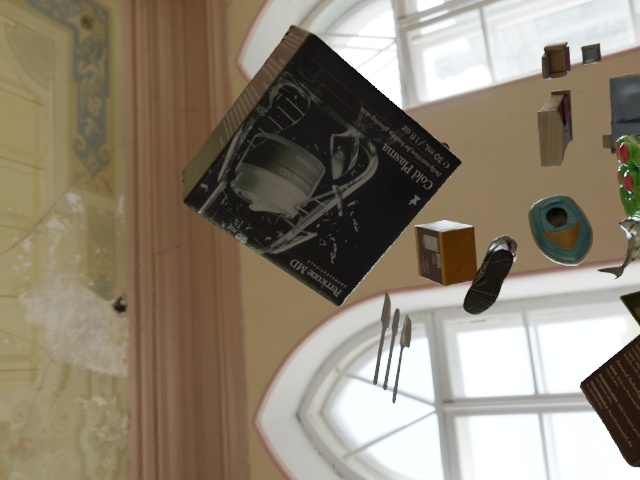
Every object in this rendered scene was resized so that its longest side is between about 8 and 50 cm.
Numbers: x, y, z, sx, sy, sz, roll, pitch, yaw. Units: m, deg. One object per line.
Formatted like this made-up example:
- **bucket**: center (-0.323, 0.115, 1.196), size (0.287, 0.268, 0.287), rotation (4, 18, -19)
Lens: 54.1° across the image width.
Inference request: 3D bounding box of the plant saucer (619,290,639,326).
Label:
- **plant saucer**: center (0.894, 0.197, 1.592), size (0.188, 0.188, 0.045), rotation (-101, -6, -51)

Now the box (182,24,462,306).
- **box**: center (-0.010, -0.184, 1.550), size (0.480, 0.472, 0.297), rotation (35, -167, -22)

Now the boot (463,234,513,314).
- **boot**: center (0.521, 0.102, 1.920), size (0.236, 0.085, 0.178), rotation (-66, -8, 25)

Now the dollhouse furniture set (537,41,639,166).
- **dollhouse furniture set**: center (0.681, -0.321, 1.462), size (0.198, 0.303, 0.286), rotation (-45, -51, -52)

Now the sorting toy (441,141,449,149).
- **sorting toy**: center (0.445, -0.335, 2.374), size (0.061, 0.102, 0.042), rotation (22, -114, -10)

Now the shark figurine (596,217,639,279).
- **shark figurine**: center (1.034, -0.002, 2.115), size (0.116, 0.166, 0.278), rotation (53, 159, 44)

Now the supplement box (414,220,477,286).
- **supplement box**: center (0.439, 0.041, 2.201), size (0.194, 0.129, 0.191), rotation (-156, 58, -69)

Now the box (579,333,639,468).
- **box**: center (0.591, 0.260, 1.043), size (0.168, 0.203, 0.167), rotation (18, -146, -29)

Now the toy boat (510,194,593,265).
- **toy boat**: center (0.767, -0.014, 2.158), size (0.148, 0.318, 0.267), rotation (46, -159, -60)

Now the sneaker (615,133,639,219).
- **sneaker**: center (0.677, -0.141, 1.136), size (0.483, 0.202, 0.185), rotation (20, -113, -82)

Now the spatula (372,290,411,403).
- **spatula**: center (0.181, 0.270, 1.554), size (0.168, 0.019, 0.242), rotation (53, -140, -45)
